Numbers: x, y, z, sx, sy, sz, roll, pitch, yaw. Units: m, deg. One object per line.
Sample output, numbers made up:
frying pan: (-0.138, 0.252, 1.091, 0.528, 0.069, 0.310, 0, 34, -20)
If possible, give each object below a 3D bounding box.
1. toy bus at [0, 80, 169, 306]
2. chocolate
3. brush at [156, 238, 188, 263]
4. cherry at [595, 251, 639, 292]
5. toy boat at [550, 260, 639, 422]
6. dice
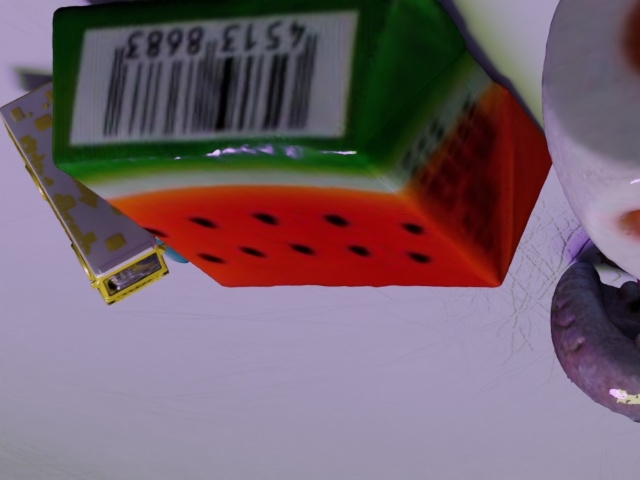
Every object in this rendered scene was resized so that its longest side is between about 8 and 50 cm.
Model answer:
toy bus: (-0.226, -0.049, 1.737, 0.081, 0.226, 0.074, -27, 155, -10)
chocolate: (-0.016, -0.081, 1.593, 0.360, 0.161, 0.341, 0, 157, 30)
brush: (-0.223, -0.034, 2.008, 0.193, 0.032, 0.043, 34, 157, -14)
cherry: (0.335, 0.027, 1.717, 0.188, 0.148, 0.115, 27, 119, 23)
toy boat: (0.309, 0.086, 1.785, 0.155, 0.227, 0.085, 19, 119, -7)
dice: (0.325, -0.092, 1.272, 0.259, 0.243, 0.251, -12, 147, 43)
